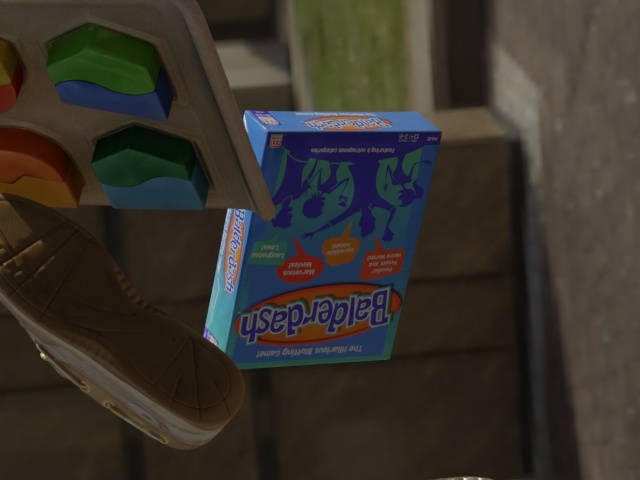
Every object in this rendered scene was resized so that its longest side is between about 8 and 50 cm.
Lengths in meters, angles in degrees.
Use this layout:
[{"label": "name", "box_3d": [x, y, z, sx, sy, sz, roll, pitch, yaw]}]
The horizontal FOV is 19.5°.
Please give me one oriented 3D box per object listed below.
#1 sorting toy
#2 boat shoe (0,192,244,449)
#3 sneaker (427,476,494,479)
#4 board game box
[{"label": "sorting toy", "box_3d": [-0.140, -0.069, 1.003, 0.193, 0.208, 0.038, 71, -150, -55]}, {"label": "boat shoe", "box_3d": [-0.117, 0.046, 0.933, 0.063, 0.170, 0.059, -43, -10, -36]}, {"label": "sneaker", "box_3d": [-0.017, 0.125, 0.597, 0.066, 0.188, 0.071, -32, -72, -58]}, {"label": "board game box", "box_3d": [0.000, 0.000, 1.499, 0.047, 0.160, 0.210, 45, 130, 51]}]
